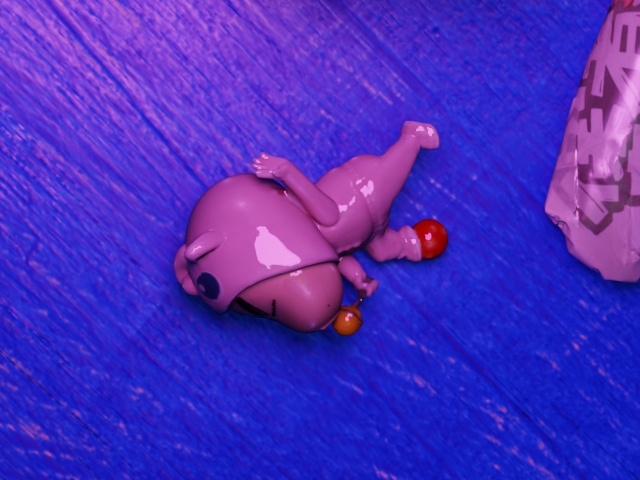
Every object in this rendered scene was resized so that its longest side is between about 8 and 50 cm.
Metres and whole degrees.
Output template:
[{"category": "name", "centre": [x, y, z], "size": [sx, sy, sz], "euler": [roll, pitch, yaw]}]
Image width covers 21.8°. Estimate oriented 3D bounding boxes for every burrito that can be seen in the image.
[{"category": "burrito", "centre": [0.343, -0.178, 1.699], "size": [0.139, 0.101, 0.445], "euler": [17, 98, -5]}]

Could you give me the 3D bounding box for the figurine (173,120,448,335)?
[{"category": "figurine", "centre": [0.000, 0.000, 1.648], "size": [0.287, 0.176, 0.186], "euler": [-21, 76, -19]}]
